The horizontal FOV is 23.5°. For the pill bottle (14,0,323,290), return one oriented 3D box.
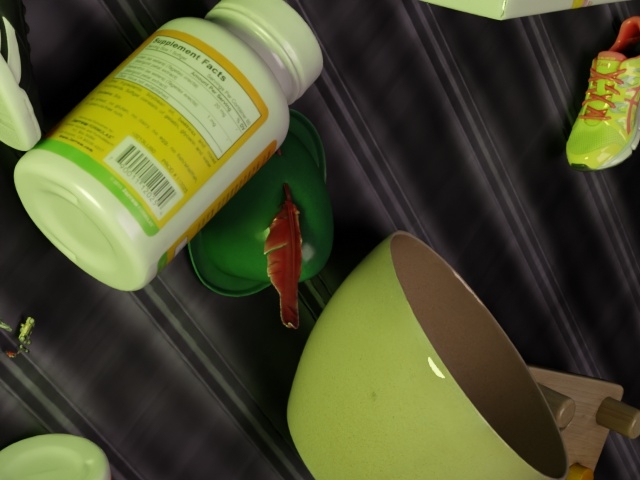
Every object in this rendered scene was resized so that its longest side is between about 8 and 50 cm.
[{"bbox_3d":[-0.111,-0.089,1.218,0.246,0.136,0.136,-48,137,-25],"label":"pill bottle"}]

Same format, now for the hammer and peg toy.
[{"bbox_3d":[0.216,0.271,1.775,0.361,0.127,0.266,14,97,-51],"label":"hammer and peg toy"}]

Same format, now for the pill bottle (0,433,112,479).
[{"bbox_3d":[-0.216,0.262,1.274,0.108,0.108,0.180,-30,127,-38],"label":"pill bottle"}]

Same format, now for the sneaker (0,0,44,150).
[{"bbox_3d":[-0.224,-0.175,1.093,0.121,0.079,0.217,-49,137,-25],"label":"sneaker"}]

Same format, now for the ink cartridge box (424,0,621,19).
[{"bbox_3d":[0.181,-0.327,1.409,0.270,0.198,0.197,-16,118,-44],"label":"ink cartridge box"}]

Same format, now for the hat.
[{"bbox_3d":[0.000,0.000,1.351,0.208,0.183,0.173,-57,140,-15],"label":"hat"}]

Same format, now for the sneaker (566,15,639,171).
[{"bbox_3d":[0.332,-0.171,1.762,0.094,0.081,0.208,52,59,-40],"label":"sneaker"}]

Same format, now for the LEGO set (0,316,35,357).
[{"bbox_3d":[-0.261,0.079,1.214,0.054,0.023,0.083,-67,155,0],"label":"LEGO set"}]

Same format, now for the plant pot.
[{"bbox_3d":[0.081,0.161,1.488,0.191,0.284,0.284,-37,144,16],"label":"plant pot"}]
